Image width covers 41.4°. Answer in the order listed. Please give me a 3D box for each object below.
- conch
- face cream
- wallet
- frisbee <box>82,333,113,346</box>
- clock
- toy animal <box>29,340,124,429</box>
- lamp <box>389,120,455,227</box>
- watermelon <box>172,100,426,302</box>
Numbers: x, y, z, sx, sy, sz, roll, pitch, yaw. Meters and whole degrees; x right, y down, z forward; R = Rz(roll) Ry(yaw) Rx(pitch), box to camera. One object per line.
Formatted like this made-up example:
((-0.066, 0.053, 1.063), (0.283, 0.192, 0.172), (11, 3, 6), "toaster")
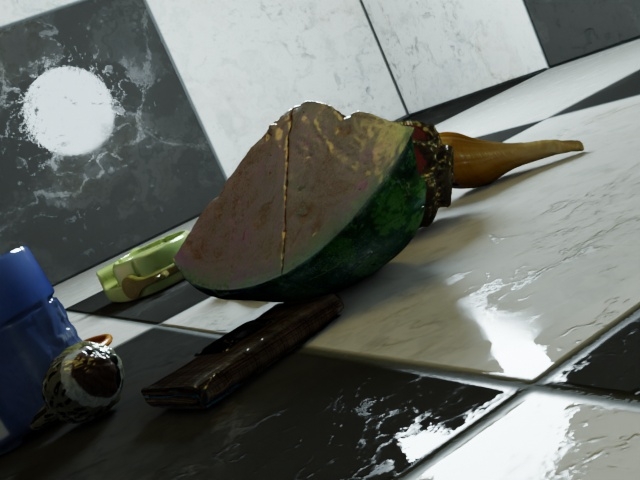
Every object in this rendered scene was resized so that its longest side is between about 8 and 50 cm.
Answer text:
((0.273, -0.131, 1.425), (0.330, 0.109, 0.093), (4, 62, 29), "conch")
((-0.460, 0.160, 1.160), (0.249, 0.225, 0.249), (-26, 8, 4), "face cream")
((-0.085, 0.124, 0.974), (0.124, 0.042, 0.230), (-11, 17, 47), "wallet")
((-0.426, 0.209, 1.389), (0.192, 0.035, 0.192), (-22, 9, 4), "frisbee")
((-0.377, 0.055, 1.988), (0.235, 0.096, 0.308), (-28, 11, -30), "clock")
((-0.301, 0.185, 1.034), (0.137, 0.098, 0.098), (-43, 14, -14), "toy animal")
((0.070, -0.100, 1.314), (0.274, 0.177, 0.177), (0, 14, 12), "lamp")
((0.007, -0.014, 1.141), (0.292, 0.222, 0.319), (35, 94, 45), "watermelon")
